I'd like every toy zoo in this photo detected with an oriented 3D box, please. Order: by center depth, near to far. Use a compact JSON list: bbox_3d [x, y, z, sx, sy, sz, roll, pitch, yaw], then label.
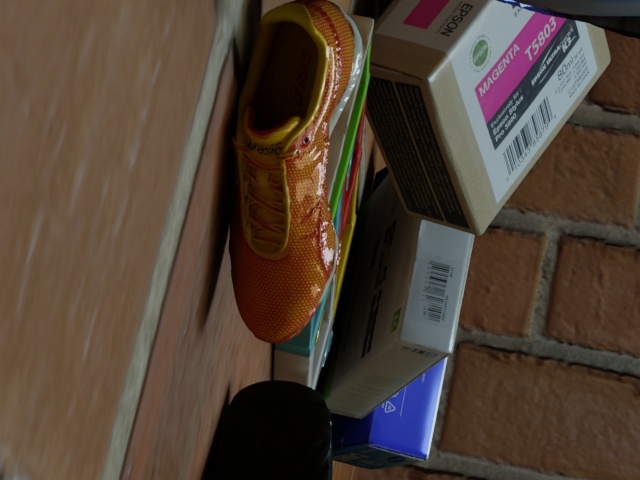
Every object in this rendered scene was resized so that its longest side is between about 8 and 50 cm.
[{"bbox_3d":[0.000,0.000,1.166,0.293,0.030,0.192,94,9,-55],"label":"toy zoo"}]

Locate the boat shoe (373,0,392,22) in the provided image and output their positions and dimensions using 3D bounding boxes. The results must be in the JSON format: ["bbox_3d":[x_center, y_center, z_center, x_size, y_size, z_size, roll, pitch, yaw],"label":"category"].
[{"bbox_3d":[0.107,-0.267,1.412,0.102,0.108,0.301,23,-76,61],"label":"boat shoe"}]

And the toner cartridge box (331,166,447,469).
[{"bbox_3d":[0.089,0.076,1.755,0.165,0.075,0.348,149,-45,-68],"label":"toner cartridge box"}]

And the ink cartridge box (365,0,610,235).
[{"bbox_3d":[0.141,-0.154,1.324,0.235,0.088,0.193,-52,141,-24],"label":"ink cartridge box"}]

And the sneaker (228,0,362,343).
[{"bbox_3d":[-0.024,-0.034,0.773,0.067,0.064,0.175,-16,114,-62],"label":"sneaker"}]

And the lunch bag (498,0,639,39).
[{"bbox_3d":[0.153,-0.259,0.691,0.385,0.238,0.328,2,102,-65],"label":"lunch bag"}]

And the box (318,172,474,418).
[{"bbox_3d":[0.077,0.033,1.529,0.322,0.058,0.232,131,-27,-68],"label":"box"}]

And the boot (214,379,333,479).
[{"bbox_3d":[-0.034,0.236,0.932,0.207,0.094,0.246,90,6,-47],"label":"boot"}]
